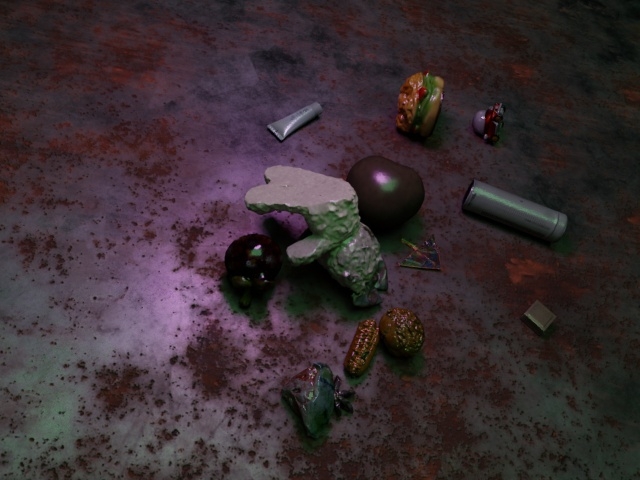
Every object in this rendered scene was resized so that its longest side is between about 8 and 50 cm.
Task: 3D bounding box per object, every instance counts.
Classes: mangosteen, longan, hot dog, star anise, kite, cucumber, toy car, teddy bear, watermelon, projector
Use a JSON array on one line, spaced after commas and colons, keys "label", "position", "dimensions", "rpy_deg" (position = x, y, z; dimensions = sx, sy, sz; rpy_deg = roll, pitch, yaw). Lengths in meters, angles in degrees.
[{"label": "mangosteen", "position": [-0.182, 0.069, 1.748], "dimensions": [0.172, 0.172, 0.184], "rpy_deg": [-16, 65, -23]}, {"label": "longan", "position": [0.195, -0.155, 1.953], "dimensions": [0.245, 0.215, 0.246], "rpy_deg": [17, 58, -29]}, {"label": "hot dog", "position": [0.120, 0.292, 1.730], "dimensions": [0.072, 0.055, 0.188], "rpy_deg": [23, 55, 5]}, {"label": "star anise", "position": [0.028, 0.407, 1.638], "dimensions": [0.140, 0.042, 0.141], "rpy_deg": [7, 54, -10]}, {"label": "kite", "position": [0.319, 0.042, 1.976], "dimensions": [0.159, 0.010, 0.190], "rpy_deg": [43, 56, 18]}, {"label": "cucumber", "position": [-0.010, -0.033, 1.922], "dimensions": [0.056, 0.056, 0.250], "rpy_deg": [37, 56, 12]}, {"label": "toy car", "position": [0.618, -0.440, 2.308], "dimensions": [0.112, 0.139, 0.112], "rpy_deg": [13, 47, 18]}, {"label": "teddy bear", "position": [0.000, 0.000, 1.817], "dimensions": [0.375, 0.362, 0.327], "rpy_deg": [8, 38, 21]}, {"label": "watermelon", "position": [-0.040, 0.399, 1.589], "dimensions": [0.139, 0.071, 0.187], "rpy_deg": [1, 66, 21]}, {"label": "projector", "position": [0.646, -0.097, 2.090], "dimensions": [0.337, 0.108, 0.108], "rpy_deg": [22, 54, 2]}]

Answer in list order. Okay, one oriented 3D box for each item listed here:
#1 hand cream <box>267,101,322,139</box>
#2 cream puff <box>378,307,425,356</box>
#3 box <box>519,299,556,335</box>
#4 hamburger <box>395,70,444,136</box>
[{"label": "hand cream", "position": [-0.083, -0.418, 2.169], "dimensions": [0.204, 0.050, 0.078], "rpy_deg": [-35, 72, -26]}, {"label": "cream puff", "position": [0.233, 0.253, 1.741], "dimensions": [0.126, 0.103, 0.144], "rpy_deg": [6, 59, -41]}, {"label": "box", "position": [0.667, 0.234, 1.913], "dimensions": [0.083, 0.035, 0.079], "rpy_deg": [-35, 70, -31]}, {"label": "hamburger", "position": [0.346, -0.490, 2.218], "dimensions": [0.148, 0.237, 0.237], "rpy_deg": [14, 54, 1]}]
